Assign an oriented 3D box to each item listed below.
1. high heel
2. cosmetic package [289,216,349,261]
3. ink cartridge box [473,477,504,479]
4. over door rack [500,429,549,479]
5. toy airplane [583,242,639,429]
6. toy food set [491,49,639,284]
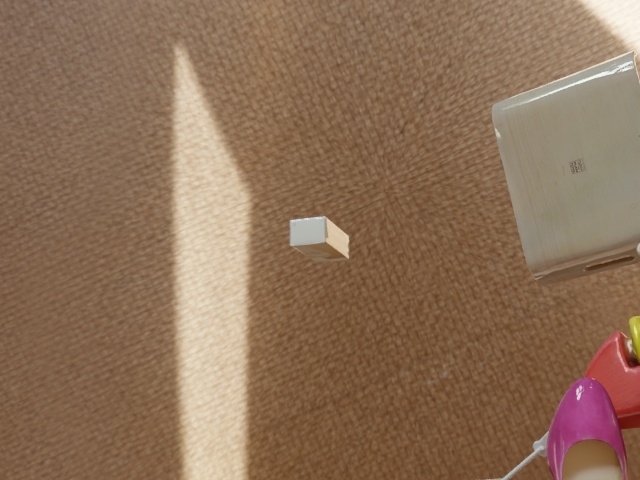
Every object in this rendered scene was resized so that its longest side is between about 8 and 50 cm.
[{"bbox_3d":[0.263,0.254,0.752,0.082,0.117,0.244,9,80,4],"label":"high heel"},{"bbox_3d":[0.000,0.000,1.213,0.060,0.115,0.041,-6,74,20],"label":"cosmetic package"},{"bbox_3d":[0.238,0.528,1.397,0.188,0.097,0.255,-3,98,-1],"label":"ink cartridge box"},{"bbox_3d":[0.299,0.416,1.038,0.239,0.108,0.324,42,122,14],"label":"over door rack"},{"bbox_3d":[0.512,0.072,0.937,0.384,0.386,0.273,-7,49,-20],"label":"toy airplane"},{"bbox_3d":[0.398,-0.106,1.184,0.219,0.092,0.306,-17,79,31],"label":"toy food set"}]
